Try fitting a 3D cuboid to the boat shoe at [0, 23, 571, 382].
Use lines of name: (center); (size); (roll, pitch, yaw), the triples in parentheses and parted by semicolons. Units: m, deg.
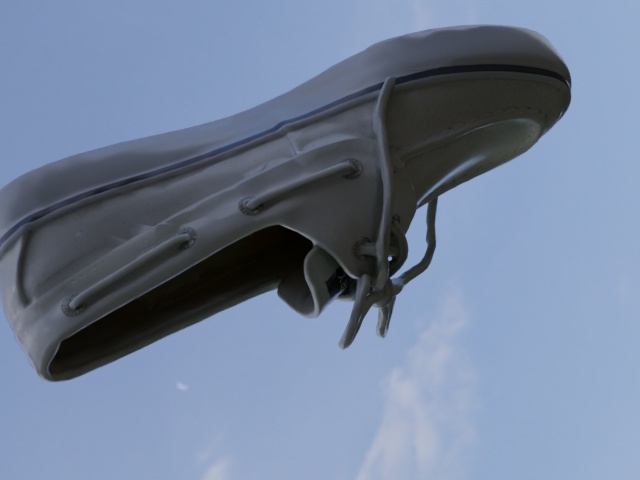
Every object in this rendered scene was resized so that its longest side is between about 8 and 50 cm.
boat shoe: (-0.001, -0.004, 0.650); (0.367, 0.156, 0.136); (-18, -29, -12)
